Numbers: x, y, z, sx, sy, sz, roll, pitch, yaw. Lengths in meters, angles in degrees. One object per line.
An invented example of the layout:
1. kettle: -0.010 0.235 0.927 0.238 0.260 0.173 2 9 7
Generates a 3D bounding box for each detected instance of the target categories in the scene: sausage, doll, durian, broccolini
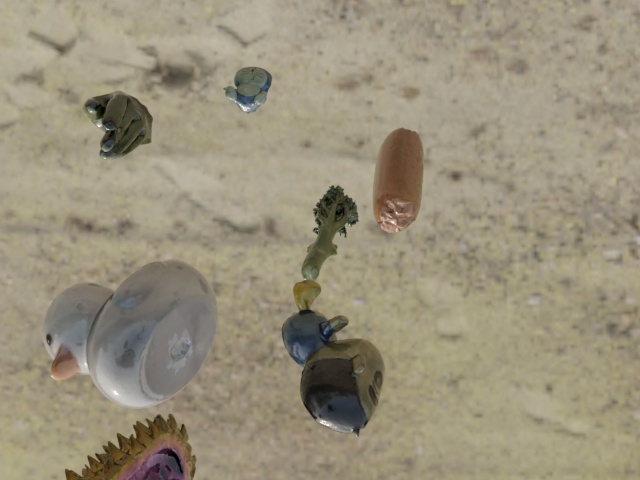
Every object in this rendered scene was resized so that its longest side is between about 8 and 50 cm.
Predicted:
1. sausage: 0.133 -0.107 2.047 0.086 0.289 0.086 2 120 4
2. doll: -0.277 0.121 1.716 0.221 0.251 0.221 34 151 22
3. durian: -0.265 0.316 1.381 0.112 0.341 0.191 10 136 30
4. doll: 0.014 0.117 1.182 0.089 0.179 0.102 -7 138 -12
5. broccolini: -0.002 -0.002 1.494 0.058 0.216 0.067 3 116 14
6. doll: -0.116 -0.248 1.954 0.076 0.083 0.050 11 148 6

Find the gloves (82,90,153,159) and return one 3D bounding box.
1. gloves: -0.360 -0.212 2.158 0.135 0.268 0.107 34 99 -10
